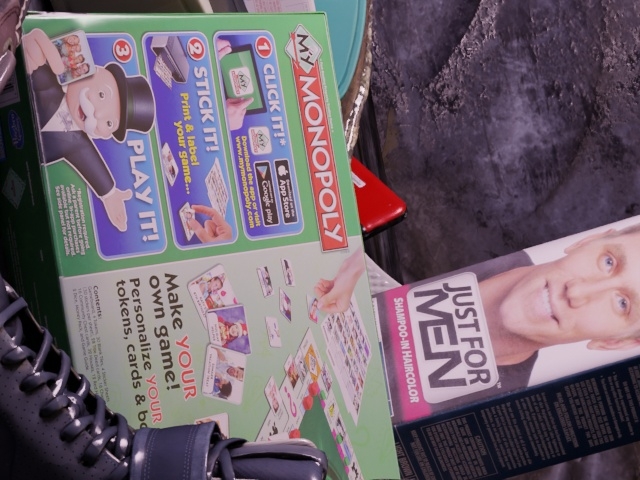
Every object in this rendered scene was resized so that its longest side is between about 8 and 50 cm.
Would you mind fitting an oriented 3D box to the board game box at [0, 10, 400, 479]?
[{"bbox_3d":[-0.060,0.039,0.873,0.213,0.046,0.317,-7,88,-45],"label":"board game box"}]

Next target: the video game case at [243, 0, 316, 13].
[{"bbox_3d":[-0.069,-0.140,1.164,0.019,0.143,0.157,-164,-118,-68],"label":"video game case"}]

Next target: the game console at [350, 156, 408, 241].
[{"bbox_3d":[0.000,0.000,1.391,0.144,0.124,0.085,46,-21,52],"label":"game console"}]

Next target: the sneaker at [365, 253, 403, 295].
[{"bbox_3d":[0.061,0.113,1.655,0.282,0.102,0.161,54,-15,32],"label":"sneaker"}]

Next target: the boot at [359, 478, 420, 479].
[{"bbox_3d":[-0.042,0.220,0.462,0.284,0.138,0.377,34,57,-46],"label":"boot"}]

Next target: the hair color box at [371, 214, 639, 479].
[{"bbox_3d":[0.198,0.093,1.409,0.174,0.347,0.105,-97,168,-51],"label":"hair color box"}]

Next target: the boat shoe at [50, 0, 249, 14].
[{"bbox_3d":[-0.081,-0.075,1.017,0.340,0.127,0.113,70,21,-9],"label":"boat shoe"}]

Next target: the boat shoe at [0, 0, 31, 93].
[{"bbox_3d":[-0.154,-0.055,0.550,0.285,0.102,0.092,-78,163,-61],"label":"boat shoe"}]

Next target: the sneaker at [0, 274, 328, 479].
[{"bbox_3d":[-0.084,0.068,0.666,0.086,0.163,0.226,-64,142,-75],"label":"sneaker"}]

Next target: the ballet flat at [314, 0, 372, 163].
[{"bbox_3d":[-0.046,-0.061,1.289,0.182,0.164,0.483,116,-24,-63],"label":"ballet flat"}]
